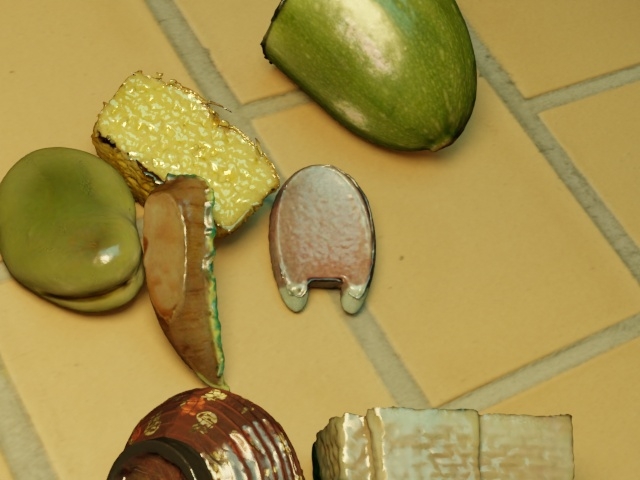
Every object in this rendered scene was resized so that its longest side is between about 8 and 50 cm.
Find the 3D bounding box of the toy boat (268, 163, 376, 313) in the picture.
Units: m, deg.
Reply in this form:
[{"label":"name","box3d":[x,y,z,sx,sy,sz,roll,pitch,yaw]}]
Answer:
[{"label":"toy boat","box3d":[0.000,0.000,1.650,0.155,0.085,0.227,1,67,-9]}]

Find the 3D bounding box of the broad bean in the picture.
[{"label":"broad bean","box3d":[-0.329,-0.014,1.510,0.189,0.121,0.263,-30,54,-8]}]

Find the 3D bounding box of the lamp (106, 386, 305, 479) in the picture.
[{"label":"lamp","box3d":[-0.122,0.287,1.307,0.247,0.247,0.247,9,54,-13]}]

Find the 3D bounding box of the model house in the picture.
[{"label":"model house","box3d":[0.145,0.350,1.353,0.299,0.243,0.284,3,64,-13]}]

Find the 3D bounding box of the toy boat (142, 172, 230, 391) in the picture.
[{"label":"toy boat","box3d":[-0.169,0.058,1.461,0.099,0.109,0.292,-7,87,-57]}]

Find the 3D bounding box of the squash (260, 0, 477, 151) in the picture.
[{"label":"squash","box3d":[0.121,-0.291,1.749,0.309,0.310,0.310,44,54,11]}]

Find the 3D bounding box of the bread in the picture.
[{"label":"bread","box3d":[-0.194,-0.105,1.605,0.261,0.147,0.160,34,60,-3]}]
